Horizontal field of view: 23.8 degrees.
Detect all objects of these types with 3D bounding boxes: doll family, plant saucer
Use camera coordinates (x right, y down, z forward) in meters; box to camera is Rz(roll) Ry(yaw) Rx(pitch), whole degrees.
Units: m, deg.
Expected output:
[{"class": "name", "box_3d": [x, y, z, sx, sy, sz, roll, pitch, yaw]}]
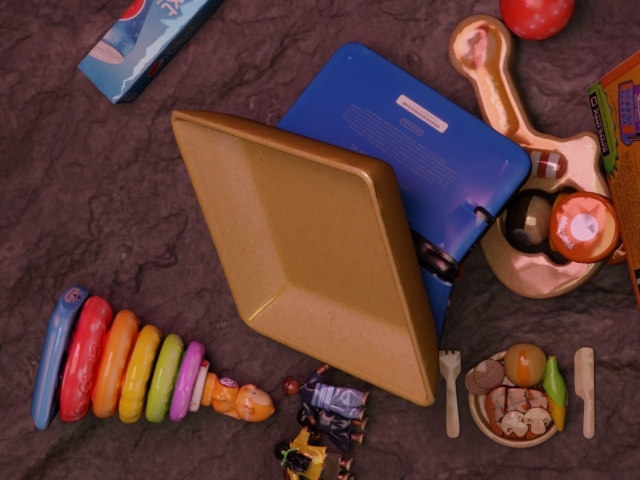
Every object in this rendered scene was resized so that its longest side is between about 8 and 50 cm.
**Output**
[{"class": "doll family", "box_3d": [-0.005, 0.246, 1.927, 0.111, 0.076, 0.193, 16, 94, 15]}, {"class": "plant saucer", "box_3d": [0.000, 0.000, 1.755, 0.332, 0.081, 0.333, 21, 140, 42]}]

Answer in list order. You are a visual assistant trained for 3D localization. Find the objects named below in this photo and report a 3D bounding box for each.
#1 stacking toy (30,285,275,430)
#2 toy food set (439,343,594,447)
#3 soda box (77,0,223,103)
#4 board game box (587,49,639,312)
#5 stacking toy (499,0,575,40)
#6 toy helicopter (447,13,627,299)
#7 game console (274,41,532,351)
[{"class": "stacking toy", "box_3d": [-0.203, 0.176, 1.935, 0.301, 0.175, 0.166, 14, 102, 0]}, {"class": "toy food set", "box_3d": [0.242, 0.193, 1.878, 0.192, 0.038, 0.132, -3, 95, 13]}, {"class": "soda box", "box_3d": [-0.206, -0.270, 1.916, 0.071, 0.067, 0.210, 45, 103, 5]}, {"class": "board game box", "box_3d": [0.527, -0.058, 1.551, 0.356, 0.356, 0.357, -12, 85, -8]}, {"class": "stacking toy", "box_3d": [0.185, -0.379, 1.790, 0.141, 0.141, 0.330, -31, 94, 14]}, {"class": "toy helicopter", "box_3d": [0.224, -0.098, 1.827, 0.235, 0.140, 0.355, -22, 80, 23]}, {"class": "game console", "box_3d": [0.084, -0.048, 1.828, 0.293, 0.173, 0.250, 36, 84, 24]}]
